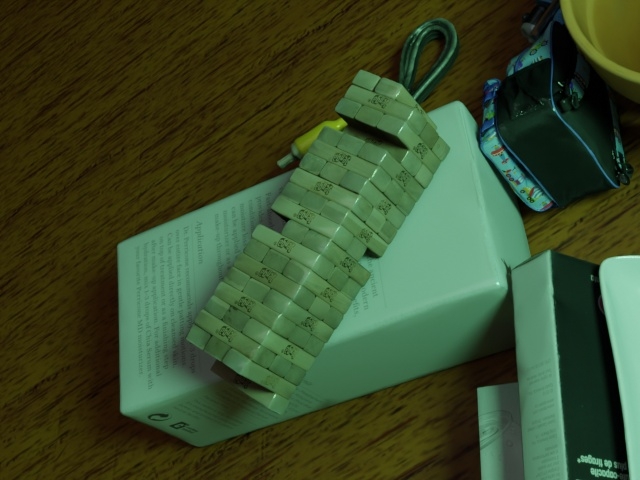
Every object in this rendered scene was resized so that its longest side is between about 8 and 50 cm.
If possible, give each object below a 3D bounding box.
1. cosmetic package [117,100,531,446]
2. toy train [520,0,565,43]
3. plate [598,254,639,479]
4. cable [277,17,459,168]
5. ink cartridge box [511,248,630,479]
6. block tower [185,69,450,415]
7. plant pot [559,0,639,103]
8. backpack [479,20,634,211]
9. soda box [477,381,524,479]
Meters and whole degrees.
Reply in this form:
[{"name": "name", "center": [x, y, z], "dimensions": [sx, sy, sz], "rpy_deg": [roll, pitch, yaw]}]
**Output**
[{"name": "cosmetic package", "center": [-0.001, 0.051, 1.147], "dimensions": [0.453, 0.161, 0.230], "rpy_deg": [-21, 57, 22]}, {"name": "toy train", "center": [0.307, -0.289, 1.191], "dimensions": [0.184, 0.080, 0.105], "rpy_deg": [-55, 42, -2]}, {"name": "plate", "center": [0.388, 0.143, 0.873], "dimensions": [0.277, 0.045, 0.278], "rpy_deg": [0, 62, 1]}, {"name": "cable", "center": [0.082, -0.156, 1.262], "dimensions": [0.287, 0.072, 0.139], "rpy_deg": [-48, 56, 1]}, {"name": "ink cartridge box", "center": [0.261, 0.201, 0.897], "dimensions": [0.069, 0.176, 0.370], "rpy_deg": [-35, 45, 53]}, {"name": "block tower", "center": [0.000, 0.000, 1.011], "dimensions": [0.091, 0.097, 0.335], "rpy_deg": [27, 83, 39]}, {"name": "plant pot", "center": [0.408, -0.226, 1.010], "dimensions": [0.291, 0.203, 0.290], "rpy_deg": [-14, 60, 26]}, {"name": "backpack", "center": [0.250, -0.141, 1.100], "dimensions": [0.117, 0.158, 0.173], "rpy_deg": [-23, 40, 33]}, {"name": "soda box", "center": [0.208, 0.277, 0.941], "dimensions": [0.091, 0.098, 0.286], "rpy_deg": [-13, 61, 27]}]
